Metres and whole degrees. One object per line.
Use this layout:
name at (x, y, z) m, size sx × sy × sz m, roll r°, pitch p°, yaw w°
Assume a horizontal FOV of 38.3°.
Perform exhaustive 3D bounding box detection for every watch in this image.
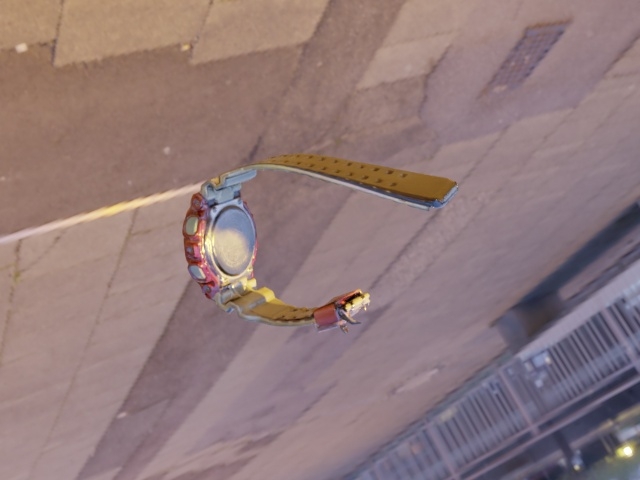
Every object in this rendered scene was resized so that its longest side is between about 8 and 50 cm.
watch at (-0.006, 0.004, 0.875) m, size 0.268 × 0.165 × 0.102 m, roll 11°, pitch -160°, yaw 28°
